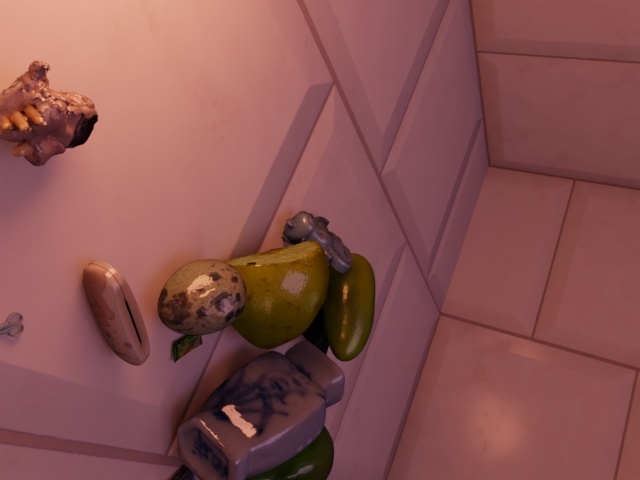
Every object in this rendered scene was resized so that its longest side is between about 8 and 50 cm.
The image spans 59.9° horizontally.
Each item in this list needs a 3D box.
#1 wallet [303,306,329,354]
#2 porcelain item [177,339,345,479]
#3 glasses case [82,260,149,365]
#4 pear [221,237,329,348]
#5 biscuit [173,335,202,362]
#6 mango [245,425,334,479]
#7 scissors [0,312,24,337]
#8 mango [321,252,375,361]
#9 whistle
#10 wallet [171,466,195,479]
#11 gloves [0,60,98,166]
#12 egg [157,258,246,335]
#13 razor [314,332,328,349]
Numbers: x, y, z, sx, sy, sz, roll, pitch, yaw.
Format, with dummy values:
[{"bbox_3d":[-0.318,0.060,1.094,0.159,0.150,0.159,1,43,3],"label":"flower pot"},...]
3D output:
[{"bbox_3d":[-0.009,0.251,1.663,0.124,0.025,0.244,-63,148,-28],"label":"wallet"},{"bbox_3d":[-0.122,0.392,1.273,0.405,0.242,0.178,-24,145,-52],"label":"porcelain item"},{"bbox_3d":[-0.329,0.121,0.900,0.051,0.081,0.204,-45,139,-44],"label":"glasses case"},{"bbox_3d":[-0.081,0.139,1.239,0.288,0.139,0.239,-13,113,-42],"label":"pear"},{"bbox_3d":[-0.269,0.210,1.133,0.089,0.016,0.046,-30,129,-56],"label":"biscuit"},{"bbox_3d":[-0.101,0.554,1.401,0.382,0.225,0.201,9,98,-63],"label":"mango"},{"bbox_3d":[-0.443,0.124,0.755,0.083,0.006,0.036,-20,118,-60],"label":"scissors"},{"bbox_3d":[0.080,0.188,1.601,0.192,0.156,0.343,58,29,-47],"label":"mango"},{"bbox_3d":[0.000,0.000,1.433,0.093,0.180,0.269,-41,140,20],"label":"whistle"},{"bbox_3d":[-0.320,0.555,1.192,0.129,0.026,0.088,-35,129,-52],"label":"wallet"},{"bbox_3d":[-0.352,-0.158,0.702,0.110,0.094,0.144,-48,173,-3],"label":"gloves"},{"bbox_3d":[-0.222,0.107,1.038,0.182,0.141,0.141,-22,122,-48],"label":"egg"},{"bbox_3d":[0.005,0.289,1.633,0.191,0.037,0.068,-45,138,-48],"label":"razor"}]
